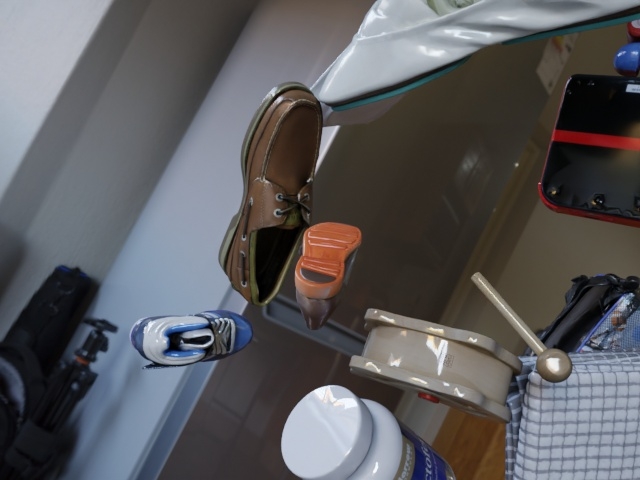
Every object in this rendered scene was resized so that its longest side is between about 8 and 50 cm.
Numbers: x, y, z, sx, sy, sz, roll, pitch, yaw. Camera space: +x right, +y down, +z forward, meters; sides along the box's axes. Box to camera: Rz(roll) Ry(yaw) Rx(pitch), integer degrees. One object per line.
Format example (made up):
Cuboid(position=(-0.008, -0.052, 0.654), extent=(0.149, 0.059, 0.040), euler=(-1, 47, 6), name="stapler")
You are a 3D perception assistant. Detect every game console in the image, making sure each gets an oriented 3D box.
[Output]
Cuboid(position=(0.729, -0.205, 1.276), extent=(0.387, 0.342, 0.060), euler=(15, 0, 32), name="game console")

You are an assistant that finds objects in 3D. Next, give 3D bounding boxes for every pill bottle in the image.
Cuboid(position=(0.072, 0.320, 0.782), extent=(0.264, 0.153, 0.153), euler=(46, -15, -35), name="pill bottle")

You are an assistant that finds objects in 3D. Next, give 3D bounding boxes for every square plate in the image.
Cuboid(position=(0.130, -0.323, 1.041), extent=(0.049, 0.347, 0.344), euler=(55, 31, 8), name="square plate")

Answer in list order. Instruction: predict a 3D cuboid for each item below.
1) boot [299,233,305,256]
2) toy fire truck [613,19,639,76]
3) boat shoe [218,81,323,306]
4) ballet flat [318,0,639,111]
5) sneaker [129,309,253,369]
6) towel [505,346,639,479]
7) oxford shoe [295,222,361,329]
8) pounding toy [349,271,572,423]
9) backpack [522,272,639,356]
Cuboid(position=(0.000, 0.000, 1.446), extent=(0.114, 0.106, 0.037), euler=(111, -39, -56), name="boot")
Cuboid(position=(0.581, -0.309, 0.804), extent=(0.254, 0.302, 0.169), euler=(11, -18, 35), name="toy fire truck")
Cuboid(position=(-0.051, -0.050, 0.743), extent=(0.111, 0.307, 0.104), euler=(-3, 36, -32), name="boat shoe")
Cuboid(position=(0.163, -0.259, 0.599), extent=(0.400, 0.139, 0.139), euler=(-11, -24, 27), name="ballet flat")
Cuboid(position=(-0.261, 0.232, 1.281), extent=(0.323, 0.130, 0.236), euler=(6, -5, -34), name="sneaker")
Cuboid(position=(0.392, 0.274, 0.779), extent=(0.284, 0.235, 0.121), euler=(-1, 8, -7), name="towel")
Cuboid(position=(0.012, 0.063, 1.258), extent=(0.130, 0.132, 0.363), euler=(10, 27, 11), name="oxford shoe")
Cuboid(position=(0.177, 0.134, 0.705), extent=(0.270, 0.154, 0.154), euler=(10, -20, 29), name="pounding toy")
Cuboid(position=(0.479, 0.201, 0.969), extent=(0.213, 0.263, 0.276), euler=(45, 8, 14), name="backpack")
